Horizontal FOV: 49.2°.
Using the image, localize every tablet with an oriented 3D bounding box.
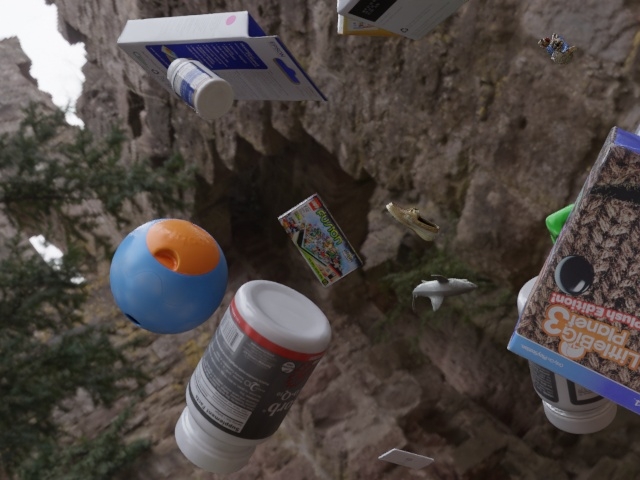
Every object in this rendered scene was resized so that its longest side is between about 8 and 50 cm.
[{"bbox_3d":[0.148,0.378,1.207,0.083,0.006,0.054,20,-40,-19],"label":"tablet"}]

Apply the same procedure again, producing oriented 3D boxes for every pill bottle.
[{"bbox_3d":[-0.193,-0.243,1.102,0.067,0.120,0.067,-24,-45,-27],"label":"pill bottle"},{"bbox_3d":[-0.146,0.280,1.416,0.210,0.210,0.363,1,-55,-52],"label":"pill bottle"},{"bbox_3d":[0.592,0.268,1.650,0.204,0.204,0.361,-33,-59,-25],"label":"pill bottle"}]

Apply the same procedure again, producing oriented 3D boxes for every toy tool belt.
[{"bbox_3d":[0.530,-0.434,1.551,0.052,0.083,0.051,-12,-31,-36],"label":"toy tool belt"}]

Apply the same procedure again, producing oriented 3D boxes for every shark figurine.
[{"bbox_3d":[0.385,0.194,2.415,0.166,0.116,0.278,16,-22,-37],"label":"shark figurine"}]

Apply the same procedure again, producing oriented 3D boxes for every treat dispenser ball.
[{"bbox_3d":[-0.375,0.089,1.742,0.288,0.288,0.288,-32,-34,-25],"label":"treat dispenser ball"}]

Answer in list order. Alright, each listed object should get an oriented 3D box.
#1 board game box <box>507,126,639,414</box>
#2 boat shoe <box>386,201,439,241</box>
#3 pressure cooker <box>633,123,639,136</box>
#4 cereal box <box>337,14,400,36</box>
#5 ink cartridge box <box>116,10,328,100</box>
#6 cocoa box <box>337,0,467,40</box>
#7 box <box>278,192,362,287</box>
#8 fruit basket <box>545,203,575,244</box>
[{"bbox_3d":[0.404,0.044,0.861,0.141,0.232,0.291,-35,-33,-60],"label":"board game box"},{"bbox_3d":[0.216,-0.052,1.624,0.045,0.135,0.050,-53,5,24],"label":"boat shoe"},{"bbox_3d":[0.903,-0.082,1.786,0.369,0.376,0.421,3,-56,-29],"label":"pressure cooker"},{"bbox_3d":[0.135,-0.658,1.822,0.172,0.047,0.240,-4,-71,-19],"label":"cereal box"},{"bbox_3d":[-0.168,-0.317,1.225,0.175,0.370,0.069,42,-115,-52],"label":"ink cartridge box"},{"bbox_3d":[0.216,-0.634,1.499,0.231,0.228,0.347,11,-17,-24],"label":"cocoa box"},{"bbox_3d":[0.000,0.000,1.704,0.114,0.207,0.036,-33,9,7],"label":"box"},{"bbox_3d":[0.565,-0.012,1.094,0.391,0.283,0.392,-14,-23,-6],"label":"fruit basket"}]
